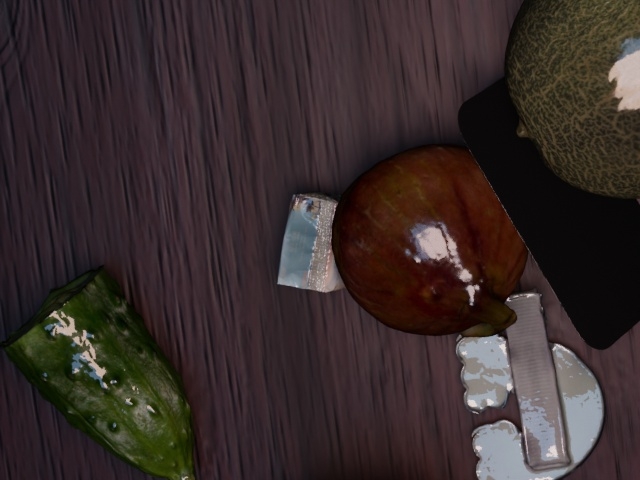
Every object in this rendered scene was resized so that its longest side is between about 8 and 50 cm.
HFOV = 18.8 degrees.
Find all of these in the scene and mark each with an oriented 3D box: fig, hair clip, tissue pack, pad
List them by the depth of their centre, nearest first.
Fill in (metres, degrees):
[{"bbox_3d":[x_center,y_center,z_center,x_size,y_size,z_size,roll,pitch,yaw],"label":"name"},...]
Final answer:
[{"bbox_3d":[0.116,0.009,1.841,0.205,0.205,0.205,1,98,7],"label":"fig"},{"bbox_3d":[0.237,-0.038,1.843,0.004,0.181,0.267,-28,94,46],"label":"pad"},{"bbox_3d":[0.000,0.000,1.912,0.058,0.074,0.094,11,96,20],"label":"tissue pack"},{"bbox_3d":[0.210,0.155,1.926,0.140,0.054,0.220,-10,99,4],"label":"hair clip"}]

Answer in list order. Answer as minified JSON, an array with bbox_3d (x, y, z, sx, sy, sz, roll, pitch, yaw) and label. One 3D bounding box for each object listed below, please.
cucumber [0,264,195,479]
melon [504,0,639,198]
[{"bbox_3d":[-0.200,0.152,1.938,0.134,0.134,0.244,-35,96,10],"label":"cucumber"},{"bbox_3d":[0.323,-0.180,1.766,0.329,0.248,0.249,-30,94,3],"label":"melon"}]
